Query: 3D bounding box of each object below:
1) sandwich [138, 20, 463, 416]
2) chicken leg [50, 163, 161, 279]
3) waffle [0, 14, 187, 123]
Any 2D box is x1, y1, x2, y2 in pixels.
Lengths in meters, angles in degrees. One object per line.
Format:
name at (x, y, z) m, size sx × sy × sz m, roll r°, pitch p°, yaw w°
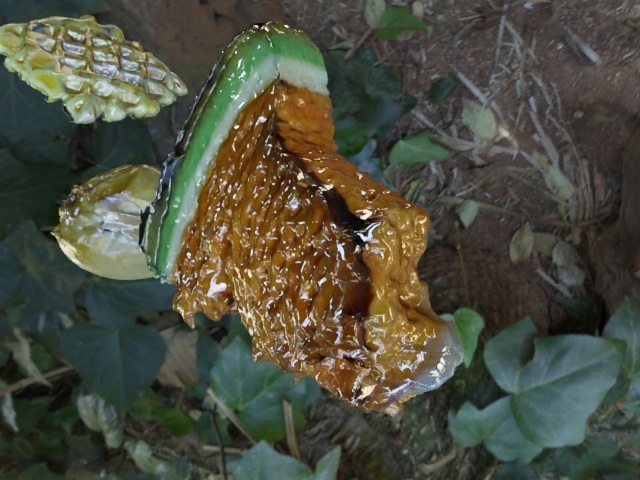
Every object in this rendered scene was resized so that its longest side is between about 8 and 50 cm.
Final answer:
sandwich at (0.000, 0.000, 0.463) m, size 0.301 × 0.162 × 0.250 m, roll 51°, pitch 127°, yaw 38°
chicken leg at (-0.178, -0.020, 0.879) m, size 0.430 × 0.152 × 0.201 m, roll 1°, pitch 132°, yaw 1°
waffle at (-0.295, -0.233, 0.800) m, size 0.223 × 0.204 × 0.054 m, roll 38°, pitch 124°, yaw 12°
